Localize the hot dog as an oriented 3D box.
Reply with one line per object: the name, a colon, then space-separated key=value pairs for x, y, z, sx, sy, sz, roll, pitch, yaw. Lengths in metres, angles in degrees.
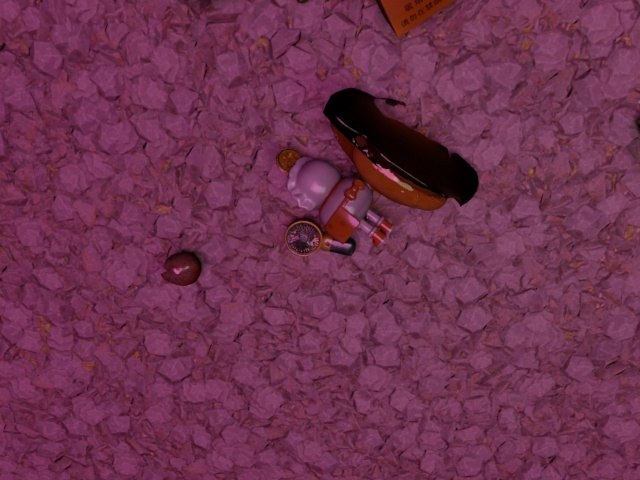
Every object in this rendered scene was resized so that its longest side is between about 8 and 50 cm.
hot dog: x=0.140 y=-0.159 z=1.011 sx=0.326 sy=0.194 sz=0.107 roll=40 pitch=135 yaw=-6

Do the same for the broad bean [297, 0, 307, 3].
broad bean: x=-0.027 y=-0.535 z=0.923 sx=0.048 sy=0.070 sz=0.213 roll=-5 pitch=113 yaw=-22

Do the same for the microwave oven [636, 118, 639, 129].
microwave oven: x=0.714 y=-0.166 z=0.975 sx=0.163 sy=0.129 sz=0.204 roll=-27 pitch=105 yaw=15

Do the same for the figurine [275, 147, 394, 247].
figurine: x=0.028 y=-0.090 z=1.042 sx=0.143 sy=0.143 sz=0.271 roll=-41 pitch=103 yaw=16

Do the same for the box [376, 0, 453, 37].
box: x=0.141 y=-0.488 z=0.843 sx=0.174 sy=0.076 sz=0.274 roll=-32 pitch=145 yaw=13

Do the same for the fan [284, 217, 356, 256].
fan: x=0.000 y=0.000 z=1.125 sx=0.155 sy=0.039 sz=0.082 roll=14 pitch=109 yaw=-3

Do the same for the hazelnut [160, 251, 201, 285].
hazelnut: x=-0.305 y=0.062 z=1.147 sx=0.087 sy=0.086 sz=0.086 roll=1 pitch=110 yaw=3
